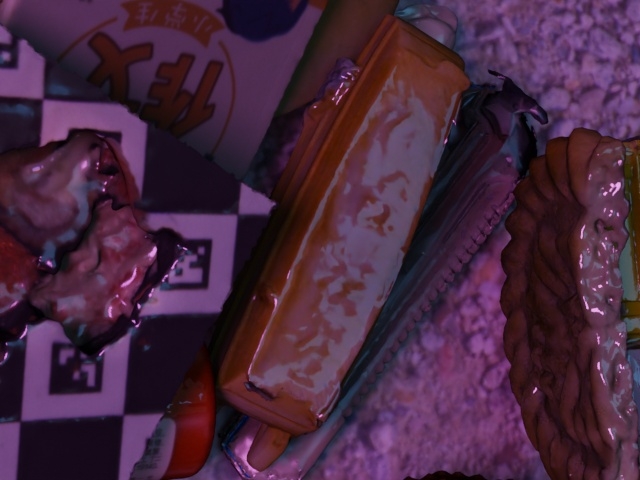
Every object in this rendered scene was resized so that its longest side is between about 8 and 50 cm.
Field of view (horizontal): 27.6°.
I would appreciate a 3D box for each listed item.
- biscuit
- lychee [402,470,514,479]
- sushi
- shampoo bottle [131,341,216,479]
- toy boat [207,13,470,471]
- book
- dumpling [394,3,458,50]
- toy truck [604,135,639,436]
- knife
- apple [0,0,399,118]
[{"bbox_3d":[0.168,0.059,0.916,0.036,0.187,0.273,-7,94,-13],"label":"biscuit"},{"bbox_3d":[0.106,0.272,0.821,0.260,0.260,0.260,4,81,-26],"label":"lychee"},{"bbox_3d":[-0.207,0.035,0.677,0.294,0.059,0.292,32,85,-31],"label":"sushi"},{"bbox_3d":[-0.207,0.101,0.764,0.278,0.104,0.104,-1,83,-27],"label":"shampoo bottle"},{"bbox_3d":[0.000,0.000,0.857,0.089,0.115,0.310,24,84,-17],"label":"toy boat"},{"bbox_3d":[-0.101,-0.103,0.768,0.208,0.020,0.295,5,119,-44],"label":"book"},{"bbox_3d":[0.071,-0.149,0.978,0.059,0.043,0.077,26,86,-2],"label":"dumpling"},{"bbox_3d":[0.224,0.039,0.985,0.098,0.114,0.227,0,83,-27],"label":"toy truck"},{"bbox_3d":[0.050,0.026,0.944,0.089,0.043,0.365,31,69,16],"label":"knife"},{"bbox_3d":[-0.067,-0.235,0.769,0.360,0.320,0.312,11,68,-47],"label":"apple"}]
